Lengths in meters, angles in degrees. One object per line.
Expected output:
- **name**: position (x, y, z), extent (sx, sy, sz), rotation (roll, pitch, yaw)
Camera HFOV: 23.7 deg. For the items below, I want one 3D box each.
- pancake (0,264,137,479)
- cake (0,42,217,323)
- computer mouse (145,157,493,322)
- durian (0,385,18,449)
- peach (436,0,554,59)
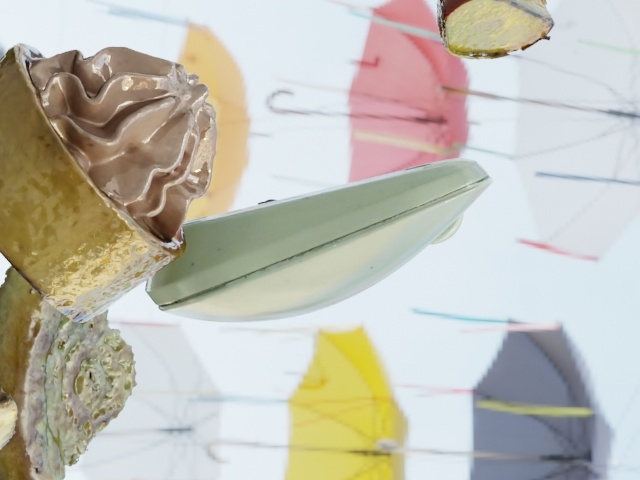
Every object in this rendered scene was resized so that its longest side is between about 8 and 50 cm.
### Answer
- **pancake**: position (-0.244, 0.113, 1.534), extent (0.054, 0.197, 0.377), rotation (-2, -110, 36)
- **cake**: position (-0.159, -0.064, 1.082), extent (0.178, 0.185, 0.207), rotation (-40, -159, -3)
- **computer mouse**: position (0.001, 0.006, 1.222), extent (0.159, 0.288, 0.097), rotation (-177, -106, -86)
- **durian**: position (-0.232, 0.112, 0.904), extent (0.130, 0.066, 0.052), rotation (-33, -128, 28)
- **peach**: position (0.120, -0.164, 1.057), extent (0.077, 0.083, 0.050), rotation (86, -7, -55)
